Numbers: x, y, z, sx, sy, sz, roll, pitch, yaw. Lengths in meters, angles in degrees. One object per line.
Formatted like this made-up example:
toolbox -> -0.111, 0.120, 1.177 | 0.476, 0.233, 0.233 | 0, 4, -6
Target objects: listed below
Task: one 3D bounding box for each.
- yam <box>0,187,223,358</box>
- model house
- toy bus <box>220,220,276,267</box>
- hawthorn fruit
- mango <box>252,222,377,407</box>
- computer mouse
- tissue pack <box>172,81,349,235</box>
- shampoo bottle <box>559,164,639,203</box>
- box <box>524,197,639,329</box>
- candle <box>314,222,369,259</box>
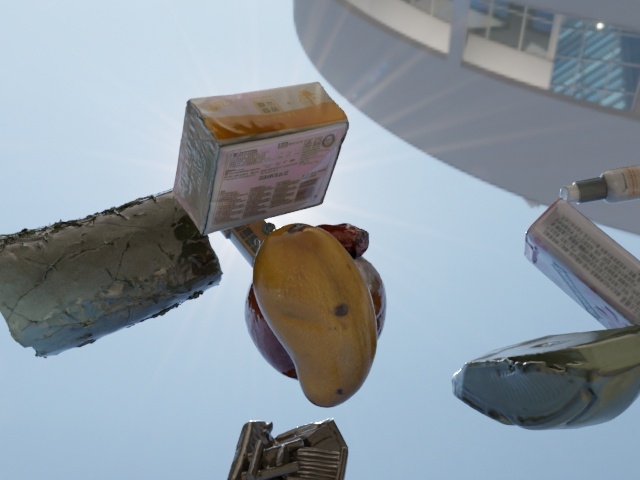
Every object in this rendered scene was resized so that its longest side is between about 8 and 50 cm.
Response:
yam -> -0.359, 0.044, 1.236 | 0.348, 0.241, 0.241 | -19, -138, -16
model house -> -0.041, 0.375, 1.230 | 0.188, 0.122, 0.229 | -14, -164, 11
toy bus -> -0.184, -0.033, 1.756 | 0.103, 0.091, 0.182 | -36, -104, -18
hawthorn fruit -> -0.014, 0.121, 1.209 | 0.231, 0.263, 0.235 | 30, -114, -16
mango -> -0.002, 0.097, 0.966 | 0.157, 0.262, 0.109 | -5, -157, 28
computer mouse -> 0.390, 0.239, 1.222 | 0.228, 0.429, 0.146 | -15, -96, -25
tissue pack -> -0.093, -0.129, 1.106 | 0.225, 0.185, 0.124 | -16, -128, -32
shampoo bottle -> 0.607, -0.113, 1.540 | 0.192, 0.074, 0.074 | -9, -141, 1
box -> 0.540, 0.093, 1.316 | 0.112, 0.190, 0.369 | -46, -111, -1
candle -> 0.000, 0.000, 1.058 | 0.162, 0.053, 0.048 | 2, 178, 37
